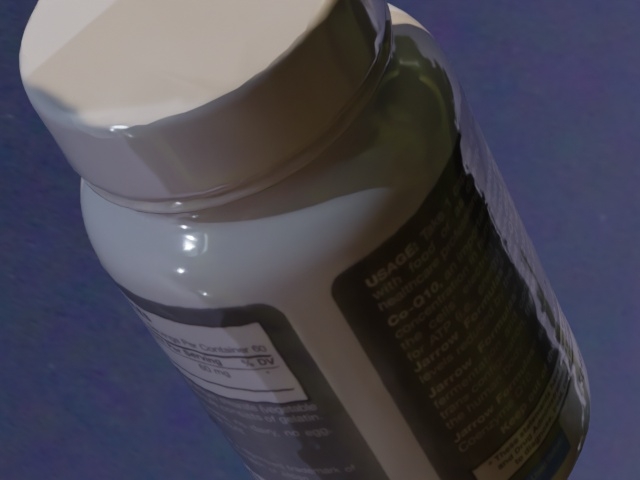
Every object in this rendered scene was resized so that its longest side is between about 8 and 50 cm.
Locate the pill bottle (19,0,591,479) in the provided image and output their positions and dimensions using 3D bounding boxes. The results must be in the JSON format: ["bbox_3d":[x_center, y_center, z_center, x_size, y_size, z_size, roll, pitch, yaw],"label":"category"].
[{"bbox_3d":[0.000,0.000,0.370,0.078,0.078,0.137,-47,-45,-18],"label":"pill bottle"}]
